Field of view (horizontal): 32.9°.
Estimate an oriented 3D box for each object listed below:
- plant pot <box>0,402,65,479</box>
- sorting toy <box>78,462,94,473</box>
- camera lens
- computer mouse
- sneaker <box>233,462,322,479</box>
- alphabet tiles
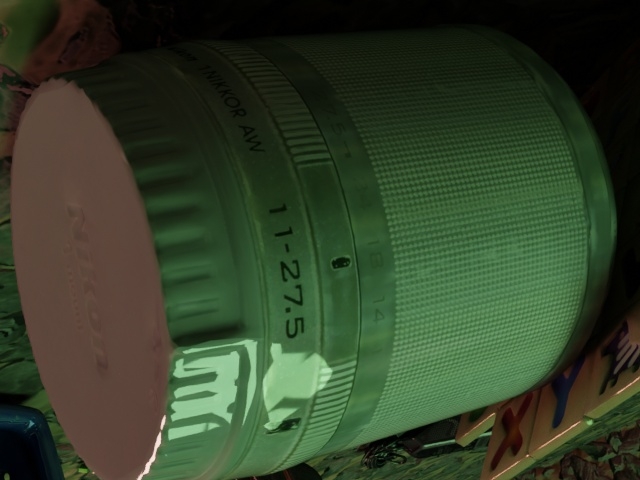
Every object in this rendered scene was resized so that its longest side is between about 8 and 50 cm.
[{"bbox_3d":[-0.333,0.268,0.829,0.212,0.236,0.236,-31,156,22],"label":"plant pot"},{"bbox_3d":[-0.222,0.238,1.183,0.062,0.012,0.083,-32,161,31],"label":"sorting toy"},{"bbox_3d":[0.000,0.000,0.580,0.274,0.219,0.219,-10,155,-32],"label":"camera lens"},{"bbox_3d":[0.196,0.288,1.686,0.272,0.072,0.188,-9,159,-6],"label":"computer mouse"},{"bbox_3d":[-0.141,0.368,1.482,0.314,0.116,0.136,-20,169,6],"label":"sneaker"},{"bbox_3d":[0.178,-0.019,0.682,0.011,0.342,0.285,27,142,-6],"label":"alphabet tiles"}]
